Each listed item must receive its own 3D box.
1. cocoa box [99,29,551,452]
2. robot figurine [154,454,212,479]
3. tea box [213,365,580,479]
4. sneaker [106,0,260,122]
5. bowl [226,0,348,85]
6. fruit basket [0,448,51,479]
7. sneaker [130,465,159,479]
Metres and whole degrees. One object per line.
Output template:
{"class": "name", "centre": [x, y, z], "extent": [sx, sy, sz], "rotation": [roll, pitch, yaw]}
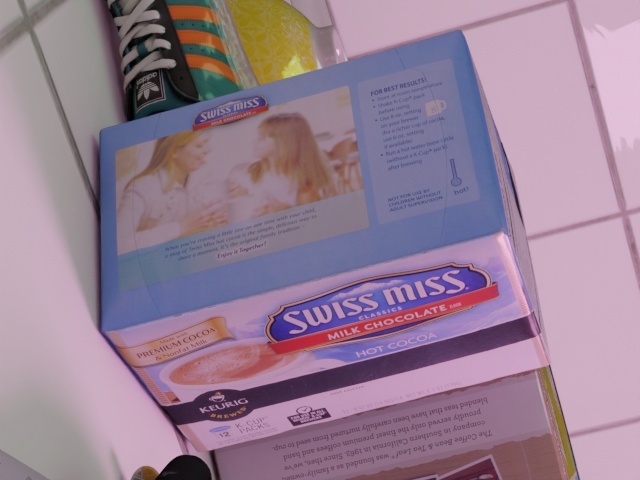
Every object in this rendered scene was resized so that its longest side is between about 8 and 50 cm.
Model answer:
{"class": "cocoa box", "centre": [0.002, 0.005, 1.347], "extent": [0.228, 0.347, 0.231], "rotation": [62, 17, -52]}
{"class": "robot figurine", "centre": [-0.069, 0.281, 1.066], "extent": [0.278, 0.174, 0.209], "rotation": [-55, 167, -77]}
{"class": "tea box", "centre": [0.097, 0.253, 1.575], "extent": [0.323, 0.329, 0.220], "rotation": [23, 53, -79]}
{"class": "sneaker", "centre": [-0.146, -0.175, 1.487], "extent": [0.121, 0.108, 0.302], "rotation": [-36, 98, -52]}
{"class": "bowl", "centre": [-0.042, -0.209, 2.011], "extent": [0.289, 0.156, 0.289], "rotation": [-15, 90, -81]}
{"class": "fruit basket", "centre": [-0.085, 0.278, 0.679], "extent": [0.165, 0.353, 0.327], "rotation": [-59, -177, 30]}
{"class": "sneaker", "centre": [-0.135, 0.219, 1.208], "extent": [0.037, 0.032, 0.083], "rotation": [-168, -112, -85]}
